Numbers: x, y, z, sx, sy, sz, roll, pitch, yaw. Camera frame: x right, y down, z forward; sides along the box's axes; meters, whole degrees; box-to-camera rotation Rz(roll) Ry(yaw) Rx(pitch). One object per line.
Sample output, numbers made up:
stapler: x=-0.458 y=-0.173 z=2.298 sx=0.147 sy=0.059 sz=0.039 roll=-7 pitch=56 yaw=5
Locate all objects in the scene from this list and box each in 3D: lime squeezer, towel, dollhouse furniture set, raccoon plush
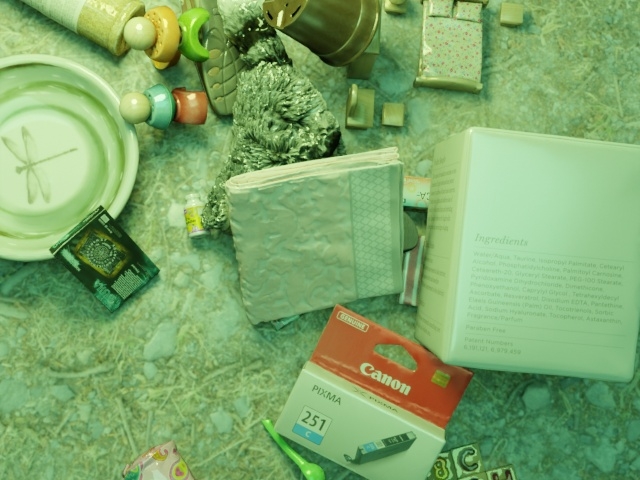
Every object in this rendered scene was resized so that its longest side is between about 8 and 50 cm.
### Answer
lime squeezer: x=-0.041 y=0.479 z=1.682 sx=0.109 sy=0.059 sz=0.311 roll=-3 pitch=70 yaw=-9
towel: x=0.254 y=0.071 z=1.810 sx=0.197 sy=0.029 sz=0.144 roll=10 pitch=83 yaw=-2
dollhouse furniture set: x=0.237 y=-0.366 z=1.802 sx=0.355 sy=0.174 sz=0.303 roll=5 pitch=81 yaw=-3
raccoon plush: x=-0.163 y=-0.216 z=1.730 sx=0.299 sy=0.216 sz=0.446 roll=-32 pitch=80 yaw=-10
towel: x=0.000 y=0.000 z=1.666 sx=0.316 sy=0.332 sz=0.053 roll=-11 pitch=39 yaw=-8

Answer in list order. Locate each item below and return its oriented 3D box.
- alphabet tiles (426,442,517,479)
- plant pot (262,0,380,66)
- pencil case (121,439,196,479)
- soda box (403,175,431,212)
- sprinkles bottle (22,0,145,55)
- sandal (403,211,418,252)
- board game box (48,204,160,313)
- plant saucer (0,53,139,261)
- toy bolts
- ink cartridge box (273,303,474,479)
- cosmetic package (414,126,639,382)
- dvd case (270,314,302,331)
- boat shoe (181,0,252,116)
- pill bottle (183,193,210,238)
alphabet tiles: x=0.263 y=0.575 z=1.739 sx=0.285 sy=0.011 sz=0.343 roll=-13 pitch=82 yaw=-6
plant pot: x=-0.007 y=-0.422 z=1.673 sx=0.165 sy=0.167 sz=0.167 roll=13 pitch=77 yaw=-44
pencil case: x=-0.246 y=0.507 z=1.658 sx=0.124 sy=0.124 sz=0.284 roll=-33 pitch=86 yaw=-8
soda box: x=0.232 y=-0.087 z=1.816 sx=0.183 sy=0.058 sz=0.063 roll=6 pitch=81 yaw=-3
sprinkles bottle: x=-0.524 y=-0.499 z=1.794 sx=0.355 sy=0.121 sz=0.121 roll=30 pitch=80 yaw=1
sandal: x=0.068 y=-0.025 z=1.804 sx=0.254 sy=0.054 sz=0.097 roll=7 pitch=74 yaw=7
board game box: x=-0.401 y=0.037 z=1.706 sx=0.126 sy=0.026 sz=0.186 roll=-42 pitch=131 yaw=-9
plant saucer: x=-0.545 y=-0.153 z=1.750 sx=0.400 sy=0.100 sz=0.401 roll=1 pitch=82 yaw=-4
toy bolts: x=-0.322 y=-0.326 z=1.735 sx=0.158 sy=0.218 sz=0.229 roll=-9 pitch=105 yaw=-37
ink cartridge box: x=0.099 y=0.301 z=1.696 sx=0.296 sy=0.066 sz=0.261 roll=26 pitch=101 yaw=3
cosmetic package: x=0.366 y=0.020 z=1.627 sx=0.327 sy=0.329 sz=0.394 roll=6 pitch=92 yaw=-2
dvd case: x=-0.058 y=0.111 z=1.787 sx=0.119 sy=0.013 sz=0.087 roll=-32 pitch=85 yaw=-9
boat shoe: x=-0.209 y=-0.409 z=1.810 sx=0.123 sy=0.116 sz=0.325 roll=-11 pitch=100 yaw=-32
pill bottle: x=-0.243 y=-0.047 z=1.783 sx=0.043 sy=0.043 sz=0.083 roll=-11 pitch=82 yaw=-6
